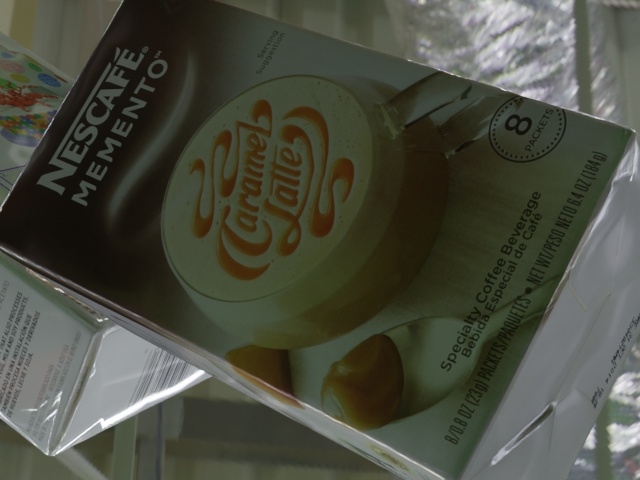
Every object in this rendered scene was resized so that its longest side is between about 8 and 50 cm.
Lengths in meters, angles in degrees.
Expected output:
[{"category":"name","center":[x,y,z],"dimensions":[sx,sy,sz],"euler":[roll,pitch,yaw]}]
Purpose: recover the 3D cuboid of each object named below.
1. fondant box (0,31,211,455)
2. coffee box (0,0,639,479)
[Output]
[{"category":"fondant box","center":[-0.202,-0.023,0.860],"dimensions":[0.330,0.096,0.238],"euler":[34,-154,20]},{"category":"coffee box","center":[0.000,0.000,0.536],"dimensions":[0.246,0.098,0.141],"euler":[22,-102,33]}]
